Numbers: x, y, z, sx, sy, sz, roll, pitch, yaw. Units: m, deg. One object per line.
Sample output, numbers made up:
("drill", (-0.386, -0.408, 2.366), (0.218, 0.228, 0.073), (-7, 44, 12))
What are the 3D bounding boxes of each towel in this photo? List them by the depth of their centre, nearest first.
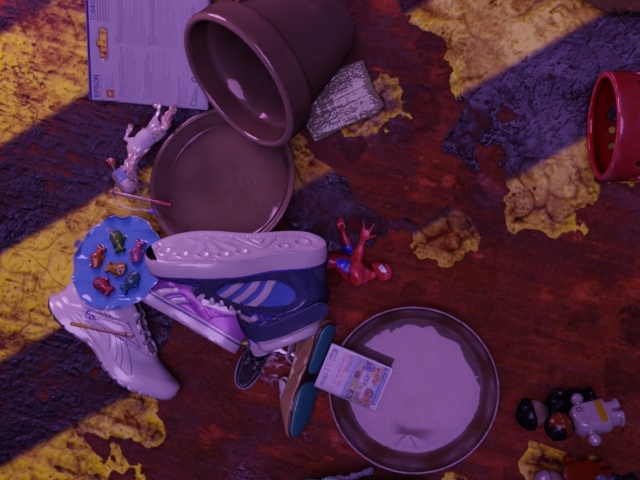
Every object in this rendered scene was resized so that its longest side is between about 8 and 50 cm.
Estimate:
("towel", (0.030, -0.256, 1.932), (0.148, 0.027, 0.110), (-24, 91, 7))

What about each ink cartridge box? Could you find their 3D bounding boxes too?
("ink cartridge box", (-0.306, -0.352, 1.908), (0.224, 0.045, 0.223), (6, 116, 2))

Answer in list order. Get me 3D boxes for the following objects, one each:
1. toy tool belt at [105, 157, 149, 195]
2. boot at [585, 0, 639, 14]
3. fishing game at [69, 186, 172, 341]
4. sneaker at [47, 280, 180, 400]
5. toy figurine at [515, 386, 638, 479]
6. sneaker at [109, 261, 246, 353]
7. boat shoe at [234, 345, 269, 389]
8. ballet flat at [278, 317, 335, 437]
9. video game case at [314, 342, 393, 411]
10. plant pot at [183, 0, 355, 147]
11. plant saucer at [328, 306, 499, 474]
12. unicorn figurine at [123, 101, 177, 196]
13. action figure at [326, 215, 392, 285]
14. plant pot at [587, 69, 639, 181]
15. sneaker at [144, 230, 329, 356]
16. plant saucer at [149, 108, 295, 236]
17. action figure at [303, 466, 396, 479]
("toy tool belt", (-0.358, -0.124, 1.969), (0.051, 0.052, 0.083), (-32, 95, -25))
("boot", (0.557, -0.435, 1.855), (0.305, 0.112, 0.115), (33, 126, -3))
("fishing game", (-0.369, 0.036, 1.895), (0.189, 0.041, 0.264), (13, 79, 25))
("sneaker", (-0.365, 0.176, 1.962), (0.297, 0.111, 0.129), (44, 91, -1))
("toy figurine", (0.443, 0.368, 1.853), (0.148, 0.209, 0.213), (-11, 92, -5))
("sneaker", (-0.238, 0.072, 1.954), (0.282, 0.102, 0.161), (29, 88, -4))
("boat shoe", (-0.121, 0.215, 1.974), (0.049, 0.040, 0.142), (28, 96, 2))
("ballet flat", (-0.036, 0.246, 1.965), (0.073, 0.080, 0.232), (20, 94, 31))
("video game case", (0.061, 0.249, 1.929), (0.122, 0.011, 0.087), (23, 96, 3))
("plant pot", (-0.064, -0.328, 1.824), (0.229, 0.263, 0.263), (-39, 90, -25))
("plant saucer", (0.170, 0.273, 1.951), (0.310, 0.050, 0.311), (0, 94, 4))
("unicorn figurine", (-0.318, -0.178, 1.919), (0.060, 0.111, 0.162), (20, 130, -24))
("action figure", (0.000, 0.000, 1.919), (0.280, 0.091, 0.139), (15, 108, 4))
("plant pot", (0.563, -0.196, 1.812), (0.174, 0.191, 0.191), (-1, 94, 0))
("sneaker", (-0.141, 0.110, 1.833), (0.322, 0.130, 0.236), (-3, 118, -18))
("plant saucer", (-0.174, -0.105, 1.915), (0.277, 0.041, 0.278), (-4, 74, 15))
("action figure", (0.080, 0.467, 1.953), (0.232, 0.063, 0.137), (8, 126, -2))
